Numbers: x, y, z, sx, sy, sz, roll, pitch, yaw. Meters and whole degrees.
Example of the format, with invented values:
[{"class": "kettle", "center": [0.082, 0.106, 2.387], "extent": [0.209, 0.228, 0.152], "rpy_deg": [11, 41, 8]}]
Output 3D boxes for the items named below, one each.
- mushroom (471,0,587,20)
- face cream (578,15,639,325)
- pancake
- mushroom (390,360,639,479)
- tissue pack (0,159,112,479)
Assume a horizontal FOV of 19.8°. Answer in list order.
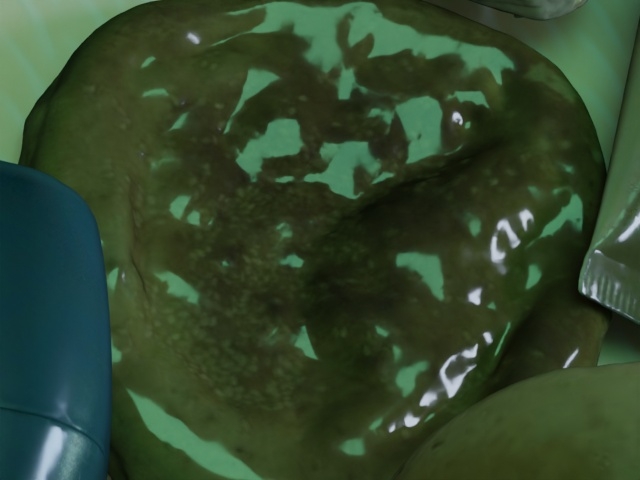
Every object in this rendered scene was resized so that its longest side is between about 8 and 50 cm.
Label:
[{"class": "mushroom", "center": [0.019, -0.167, 0.870], "extent": [0.278, 0.099, 0.096], "rpy_deg": [13, 41, 5]}, {"class": "face cream", "center": [0.201, -0.099, 0.888], "extent": [0.137, 0.084, 0.341], "rpy_deg": [27, 62, -27]}, {"class": "pancake", "center": [0.000, 0.000, 0.809], "extent": [0.294, 0.049, 0.294], "rpy_deg": [4, 62, -8]}, {"class": "mushroom", "center": [0.150, 0.148, 0.678], "extent": [0.292, 0.292, 0.290], "rpy_deg": [27, 30, 2]}, {"class": "tissue pack", "center": [-0.218, 0.078, 0.637], "extent": [0.287, 0.198, 0.206], "rpy_deg": [7, 61, -10]}]
